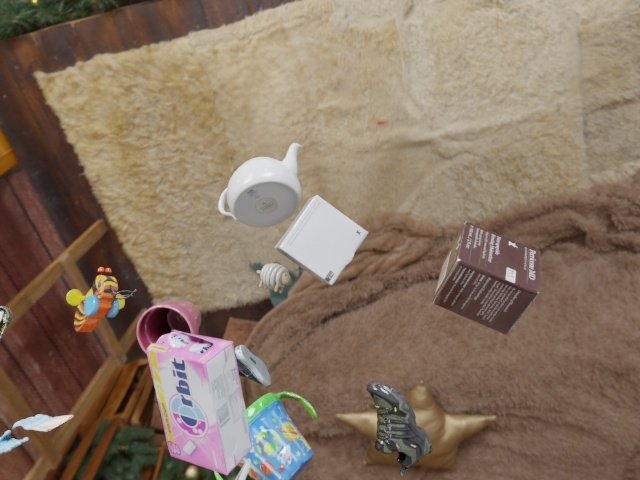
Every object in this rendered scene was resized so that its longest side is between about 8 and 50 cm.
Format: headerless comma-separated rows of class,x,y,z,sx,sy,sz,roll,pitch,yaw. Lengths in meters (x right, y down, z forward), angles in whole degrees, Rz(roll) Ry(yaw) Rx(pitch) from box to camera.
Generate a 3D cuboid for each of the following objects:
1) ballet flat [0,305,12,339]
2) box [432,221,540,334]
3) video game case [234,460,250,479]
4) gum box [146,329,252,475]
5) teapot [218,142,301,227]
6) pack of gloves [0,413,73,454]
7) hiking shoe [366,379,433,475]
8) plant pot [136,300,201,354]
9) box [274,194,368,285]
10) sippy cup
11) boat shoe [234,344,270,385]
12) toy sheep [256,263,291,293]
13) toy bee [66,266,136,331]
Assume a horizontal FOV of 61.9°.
ballet flat,-0.940,0.270,1.515,0.070,0.188,0.070,5,149,3
box,0.414,0.092,1.337,0.203,0.168,0.167,22,131,5
video game case,-0.235,0.668,1.387,0.019,0.157,0.143,31,91,2
gum box,-0.169,0.220,0.746,0.107,0.062,0.188,4,110,29
teapot,-0.192,-0.175,1.721,0.256,0.187,0.252,-4,140,-17
pack of gloves,-0.827,0.513,1.455,0.232,0.195,0.046,-14,98,35
hiking shoe,0.166,0.433,1.239,0.227,0.114,0.086,55,157,-5
plant pot,-0.502,0.294,1.841,0.201,0.180,0.201,1,100,7
box,0.000,0.000,1.475,0.182,0.119,0.181,36,82,-10
sippy cup,-0.149,0.615,1.586,0.224,0.240,0.305,41,97,18
boat shoe,-0.224,0.382,1.588,0.083,0.065,0.183,-26,125,12
toy sheep,-0.148,0.114,1.676,0.132,0.091,0.091,12,126,25
toy bee,-0.734,0.184,1.816,0.298,0.162,0.195,-25,152,10
